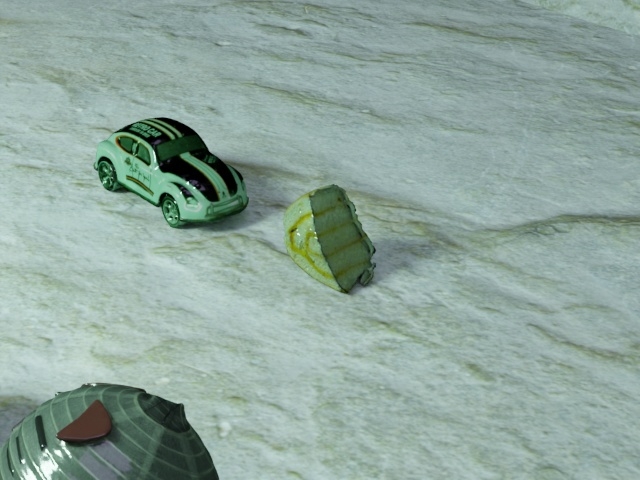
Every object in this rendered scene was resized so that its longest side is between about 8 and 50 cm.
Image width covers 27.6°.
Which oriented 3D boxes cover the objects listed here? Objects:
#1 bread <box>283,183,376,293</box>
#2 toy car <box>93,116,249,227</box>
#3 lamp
[{"bbox_3d":[0.001,0.006,1.903,0.110,0.156,0.103,-19,1,43],"label":"bread"},{"bbox_3d":[-0.243,-0.123,2.106,0.136,0.125,0.306,-20,33,-36],"label":"toy car"},{"bbox_3d":[-0.204,0.250,1.257,0.233,0.233,0.265,-3,11,-8],"label":"lamp"}]
